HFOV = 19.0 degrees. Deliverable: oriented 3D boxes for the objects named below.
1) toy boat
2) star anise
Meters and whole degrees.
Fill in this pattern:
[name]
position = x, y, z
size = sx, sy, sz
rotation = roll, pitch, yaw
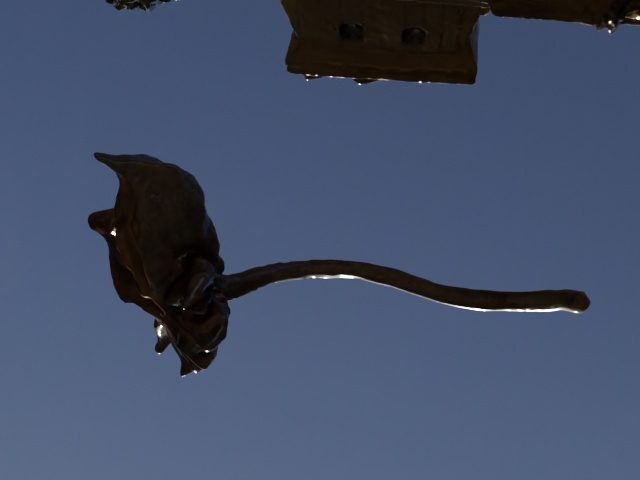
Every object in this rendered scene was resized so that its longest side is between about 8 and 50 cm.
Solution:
[toy boat]
position = 0.043, -0.140, 0.991
size = 0.321, 0.089, 0.121
rotation = 6, -58, 4
[star anise]
position = 0.000, 0.000, 1.073
size = 0.218, 0.227, 0.148
rotation = -129, -152, -47
